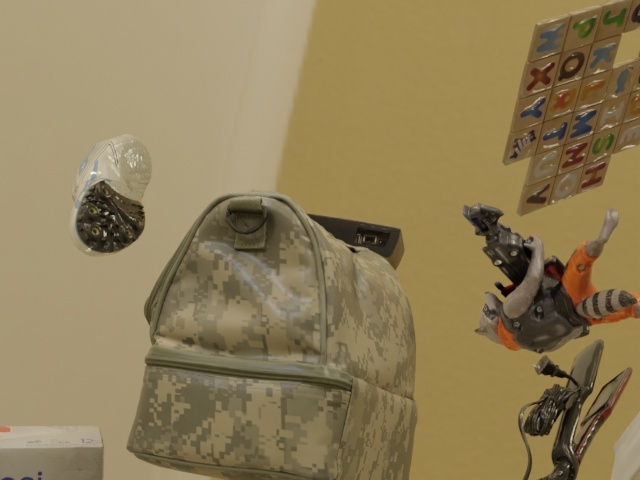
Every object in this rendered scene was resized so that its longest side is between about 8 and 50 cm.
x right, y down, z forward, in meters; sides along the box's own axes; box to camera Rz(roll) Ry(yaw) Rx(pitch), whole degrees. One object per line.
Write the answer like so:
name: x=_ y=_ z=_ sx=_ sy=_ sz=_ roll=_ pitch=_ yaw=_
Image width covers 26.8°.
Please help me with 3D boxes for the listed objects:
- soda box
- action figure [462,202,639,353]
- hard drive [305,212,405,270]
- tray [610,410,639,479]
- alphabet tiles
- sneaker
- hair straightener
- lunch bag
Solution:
soda box: x=-0.392 y=0.268 z=1.532 sx=0.091 sy=0.286 sz=0.098 roll=-146 pitch=58 yaw=-75
action figure: x=0.368 y=0.075 z=2.175 sx=0.341 sy=0.330 sz=0.178 roll=38 pitch=-135 yaw=-21
hard drive: x=0.000 y=0.000 z=2.088 sx=0.172 sy=0.255 sz=0.054 roll=66 pitch=-147 yaw=-76
tray: x=0.304 y=0.077 z=1.026 sx=0.145 sy=0.030 sz=0.270 roll=-21 pitch=-34 yaw=-57
alphabet tiles: x=0.261 y=-0.132 z=1.316 sx=0.198 sy=0.009 sz=0.237 roll=-20 pitch=-43 yaw=-29
sneaker: x=-0.244 y=-0.042 z=1.506 sx=0.085 sy=0.086 sz=0.237 roll=51 pitch=-161 yaw=-20
hair straightener: x=0.218 y=0.153 z=1.236 sx=0.089 sy=0.047 sz=0.230 roll=46 pitch=-140 yaw=2
lunch bag: x=-0.026 y=0.103 z=1.266 sx=0.305 sy=0.213 sz=0.256 roll=33 pitch=-115 yaw=-66
